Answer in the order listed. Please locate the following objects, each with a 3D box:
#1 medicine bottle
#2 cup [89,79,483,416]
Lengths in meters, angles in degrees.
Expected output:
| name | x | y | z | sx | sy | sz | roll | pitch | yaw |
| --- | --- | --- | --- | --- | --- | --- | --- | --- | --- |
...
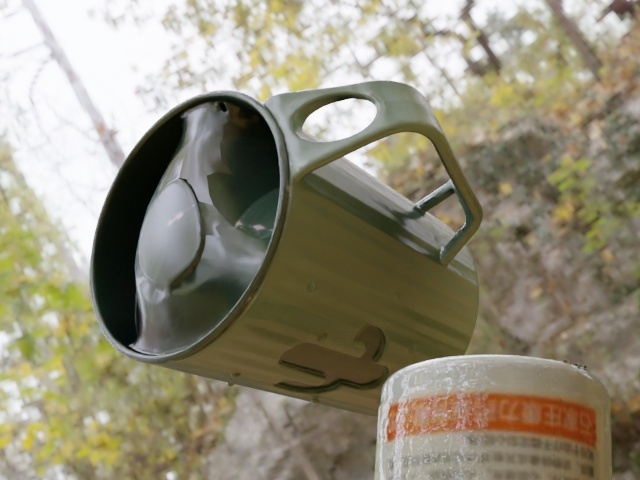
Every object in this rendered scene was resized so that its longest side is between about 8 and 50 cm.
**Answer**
| name | x | y | z | sx | sy | sz | roll | pitch | yaw |
| --- | --- | --- | --- | --- | --- | --- | --- | --- | --- |
| medicine bottle | 0.098 | 0.201 | 0.844 | 0.144 | 0.252 | 0.144 | 1 | -20 | 1 |
| cup | -0.003 | 0.024 | 1.673 | 0.401 | 0.310 | 0.392 | -15 | -28 | 41 |
